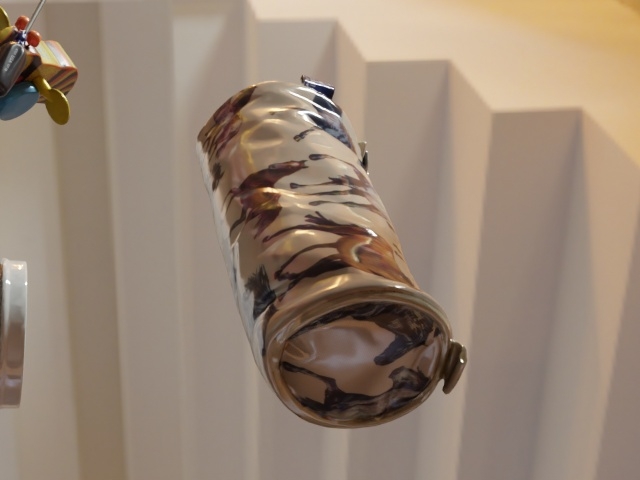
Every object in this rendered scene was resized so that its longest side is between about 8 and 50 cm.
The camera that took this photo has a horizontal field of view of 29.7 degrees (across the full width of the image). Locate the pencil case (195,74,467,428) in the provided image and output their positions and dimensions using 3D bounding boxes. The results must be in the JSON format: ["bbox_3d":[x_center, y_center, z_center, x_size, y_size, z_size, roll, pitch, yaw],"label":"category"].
[{"bbox_3d":[0.000,0.000,1.122,0.410,0.183,0.160,-111,-161,-54],"label":"pencil case"}]

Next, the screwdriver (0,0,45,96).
[{"bbox_3d":[-0.245,-0.181,1.002,0.024,0.025,0.170,97,1,-50],"label":"screwdriver"}]

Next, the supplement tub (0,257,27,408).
[{"bbox_3d":[-0.340,0.072,0.963,0.144,0.200,0.144,-178,-90,-74],"label":"supplement tub"}]

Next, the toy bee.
[{"bbox_3d":[-0.424,-0.242,1.707,0.162,0.195,0.298,-39,-167,26],"label":"toy bee"}]
